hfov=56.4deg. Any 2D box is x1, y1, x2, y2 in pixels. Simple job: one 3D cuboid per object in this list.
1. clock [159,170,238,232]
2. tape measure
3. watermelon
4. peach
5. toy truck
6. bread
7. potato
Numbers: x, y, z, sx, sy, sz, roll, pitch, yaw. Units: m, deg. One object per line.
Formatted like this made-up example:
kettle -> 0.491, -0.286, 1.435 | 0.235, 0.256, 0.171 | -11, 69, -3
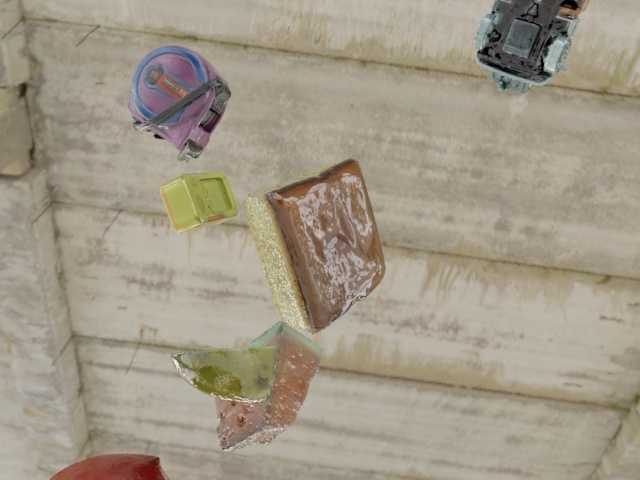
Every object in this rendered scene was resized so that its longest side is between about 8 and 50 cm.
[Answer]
clock -> -0.321, -0.105, 1.595 | 0.096, 0.202, 0.143 | -18, -90, 26
tape measure -> -0.350, -0.345, 1.470 | 0.231, 0.149, 0.245 | 37, -86, 17
watermelon -> -0.100, 0.291, 1.070 | 0.140, 0.256, 0.193 | 38, -73, -13
peach -> -0.277, 0.371, 0.780 | 0.197, 0.197, 0.197 | 2, -56, 3
toy truck -> 0.342, -0.374, 0.873 | 0.133, 0.184, 0.338 | 27, -60, 21
bread -> 0.000, 0.000, 1.387 | 0.143, 0.323, 0.333 | -4, -69, 42
potato -> -0.141, 0.197, 0.860 | 0.120, 0.081, 0.149 | 4, -15, -28
